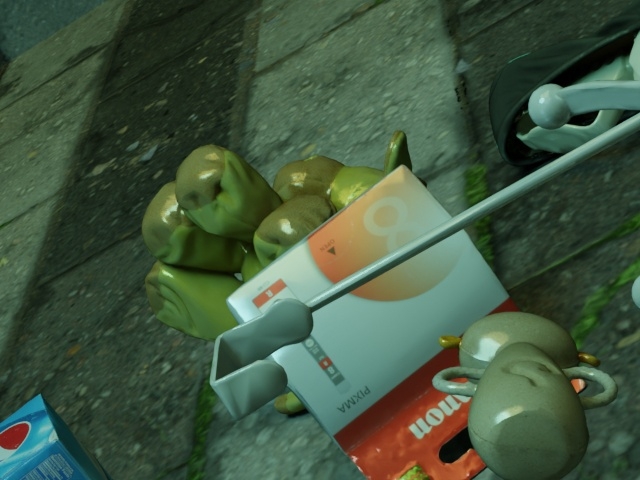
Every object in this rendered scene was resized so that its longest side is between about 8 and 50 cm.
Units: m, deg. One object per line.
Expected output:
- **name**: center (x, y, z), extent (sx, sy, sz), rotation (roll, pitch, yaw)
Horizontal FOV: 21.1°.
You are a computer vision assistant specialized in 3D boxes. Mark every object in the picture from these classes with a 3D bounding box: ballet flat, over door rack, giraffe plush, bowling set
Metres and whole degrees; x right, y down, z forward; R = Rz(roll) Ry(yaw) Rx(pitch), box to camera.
- **ballet flat**: center (0.233, -0.119, 1.245), extent (0.280, 0.095, 0.096), rotation (-27, 37, 46)
- **over door rack**: center (0.135, 0.058, 0.799), extent (0.324, 0.239, 0.108), rotation (-33, 15, -3)
- **giraffe plush**: center (0.000, 0.000, 1.215), extent (0.170, 0.210, 0.181), rotation (-47, 0, -40)
- **bowling set**: center (0.184, 0.125, 0.692), extent (0.287, 0.199, 0.154), rotation (4, 15, 3)

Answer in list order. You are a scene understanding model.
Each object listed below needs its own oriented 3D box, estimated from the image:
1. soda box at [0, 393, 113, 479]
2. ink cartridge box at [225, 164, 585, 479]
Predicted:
- **soda box**: center (-0.113, 0.188, 0.942), extent (0.067, 0.210, 0.071), rotation (-37, 22, -4)
- **ink cartridge box**: center (0.049, 0.062, 1.049), extent (0.145, 0.045, 0.179), rotation (-37, 63, -7)
